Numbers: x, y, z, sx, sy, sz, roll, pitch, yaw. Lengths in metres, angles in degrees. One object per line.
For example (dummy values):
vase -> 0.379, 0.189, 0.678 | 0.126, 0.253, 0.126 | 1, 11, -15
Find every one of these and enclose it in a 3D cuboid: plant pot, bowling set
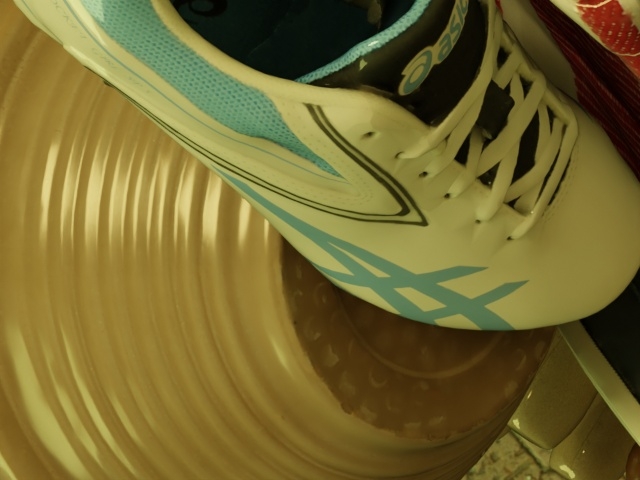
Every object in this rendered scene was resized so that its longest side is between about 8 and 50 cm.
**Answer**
plant pot -> 0.000, 0.000, 0.535 | 0.110, 0.237, 0.237 | -2, 136, 52
bowling set -> 0.146, 0.040, 0.834 | 0.200, 0.154, 0.287 | 32, 174, 26

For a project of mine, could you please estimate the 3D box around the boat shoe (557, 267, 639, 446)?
boat shoe -> 0.135, 0.028, 0.642 | 0.095, 0.079, 0.254 | 43, -169, -45

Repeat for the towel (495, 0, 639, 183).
towel -> 0.033, -0.118, 0.550 | 0.329, 0.037, 0.237 | 53, -174, 33

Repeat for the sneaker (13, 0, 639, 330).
sneaker -> 0.019, -0.036, 0.418 | 0.086, 0.085, 0.237 | 13, 165, 47
